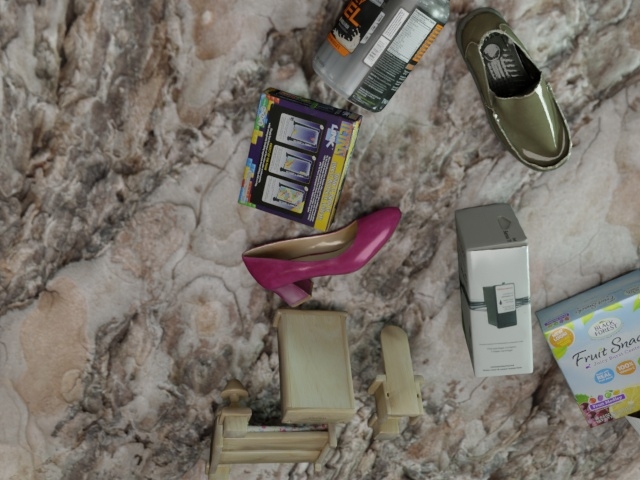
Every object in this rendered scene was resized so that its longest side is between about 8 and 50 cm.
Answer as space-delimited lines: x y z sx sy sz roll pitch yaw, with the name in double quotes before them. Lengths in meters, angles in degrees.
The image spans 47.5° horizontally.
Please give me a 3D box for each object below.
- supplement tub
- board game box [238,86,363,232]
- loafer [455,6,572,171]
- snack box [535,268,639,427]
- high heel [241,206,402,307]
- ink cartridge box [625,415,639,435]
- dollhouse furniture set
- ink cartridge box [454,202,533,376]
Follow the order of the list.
"supplement tub" 0.085 -0.271 0.932 0.117 0.117 0.190 32 111 -12
"board game box" -0.031 -0.115 1.032 0.141 0.048 0.170 19 114 6
"loafer" 0.262 -0.190 0.977 0.094 0.087 0.251 -33 109 16
"snack box" 0.462 0.174 1.145 0.174 0.070 0.207 -26 109 15
"high heel" 0.000 0.000 1.082 0.244 0.082 0.117 -34 115 28
"ink cartridge box" 0.615 0.328 1.186 0.145 0.179 0.045 49 66 -18
"dollhouse furniture set" -0.029 0.277 1.230 0.303 0.174 0.356 4 145 -13
"ink cartridge box" 0.251 0.070 1.061 0.086 0.153 0.209 -6 113 6
